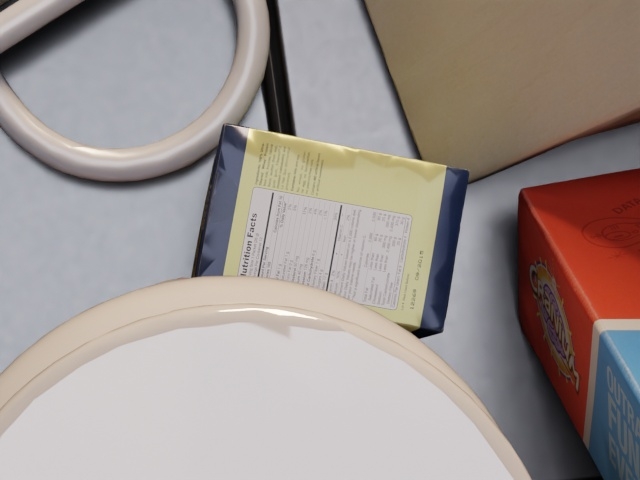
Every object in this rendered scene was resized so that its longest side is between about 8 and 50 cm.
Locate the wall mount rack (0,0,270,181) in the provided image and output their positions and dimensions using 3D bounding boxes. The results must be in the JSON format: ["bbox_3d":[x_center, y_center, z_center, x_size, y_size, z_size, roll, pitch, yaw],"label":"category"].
[{"bbox_3d":[-0.177,-0.154,0.563,0.304,0.130,0.350,-34,87,-8],"label":"wall mount rack"}]

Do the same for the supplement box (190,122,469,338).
[{"bbox_3d":[0.000,0.000,0.586,0.083,0.083,0.056,11,83,-5],"label":"supplement box"}]

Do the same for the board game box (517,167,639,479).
[{"bbox_3d":[0.247,0.041,0.532,0.317,0.242,0.064,-10,122,-7],"label":"board game box"}]

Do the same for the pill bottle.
[{"bbox_3d":[-0.027,0.093,0.473,0.160,0.283,0.160,1,84,-6],"label":"pill bottle"}]

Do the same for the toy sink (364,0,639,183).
[{"bbox_3d":[0.130,-0.128,0.575,0.131,0.234,0.152,-16,84,-36],"label":"toy sink"}]
